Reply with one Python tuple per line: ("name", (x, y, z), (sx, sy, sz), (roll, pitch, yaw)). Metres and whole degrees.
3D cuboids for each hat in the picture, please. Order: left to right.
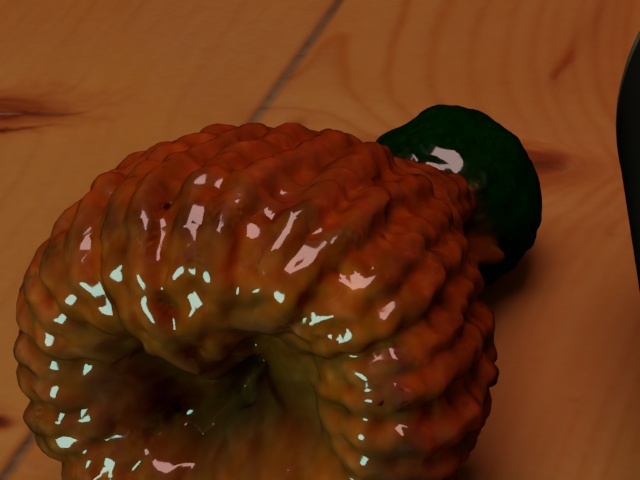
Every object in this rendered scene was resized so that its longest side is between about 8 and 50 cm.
("hat", (0.000, 0.000, 1.091), (0.285, 0.285, 0.400), (5, 36, 21))

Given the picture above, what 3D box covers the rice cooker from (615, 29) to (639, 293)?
("rice cooker", (0.333, -0.016, 0.961), (0.335, 0.335, 0.325), (-5, 35, 8))
